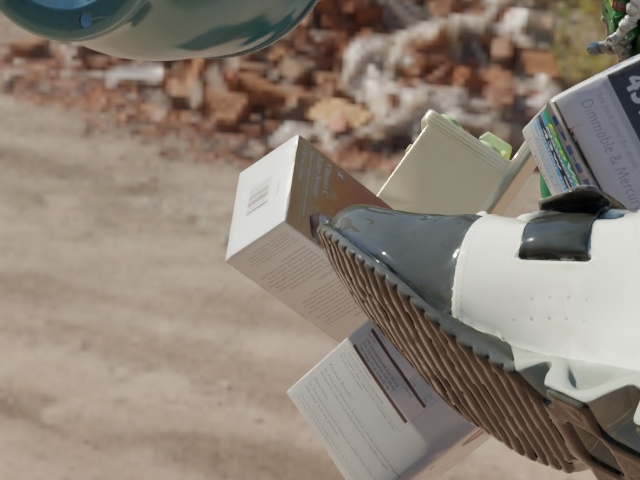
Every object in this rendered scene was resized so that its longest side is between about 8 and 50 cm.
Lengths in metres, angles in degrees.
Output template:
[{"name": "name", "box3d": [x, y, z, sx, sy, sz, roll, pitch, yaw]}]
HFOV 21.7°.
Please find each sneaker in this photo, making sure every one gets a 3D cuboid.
[{"name": "sneaker", "box3d": [0.142, 0.035, 0.813, 0.330, 0.122, 0.146, 27, 68, 42]}]

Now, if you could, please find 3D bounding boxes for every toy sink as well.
[{"name": "toy sink", "box3d": [0.153, -0.062, 1.988, 0.131, 0.234, 0.153, 35, -7, 9]}]

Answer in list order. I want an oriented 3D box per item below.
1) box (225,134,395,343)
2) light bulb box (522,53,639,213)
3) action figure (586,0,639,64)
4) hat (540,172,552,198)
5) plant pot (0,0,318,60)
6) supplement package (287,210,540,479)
[{"name": "box", "box3d": [0.000, 0.000, 1.714, 0.170, 0.091, 0.130, 36, 39, -28]}, {"name": "light bulb box", "box3d": [0.368, -0.007, 1.520, 0.225, 0.358, 0.361, -26, -2, 3]}, {"name": "action figure", "box3d": [0.324, -0.249, 1.791, 0.063, 0.232, 0.137, -17, 64, -4]}, {"name": "hat", "box3d": [0.349, -0.046, 1.864, 0.208, 0.173, 0.183, -30, -28, 17]}, {"name": "plant pot", "box3d": [-0.151, -0.268, 1.385, 0.272, 0.271, 0.255, 11, 18, 20]}, {"name": "supplement package", "box3d": [0.116, 0.104, 1.445, 0.134, 0.244, 0.139, 55, 32, 13]}]
